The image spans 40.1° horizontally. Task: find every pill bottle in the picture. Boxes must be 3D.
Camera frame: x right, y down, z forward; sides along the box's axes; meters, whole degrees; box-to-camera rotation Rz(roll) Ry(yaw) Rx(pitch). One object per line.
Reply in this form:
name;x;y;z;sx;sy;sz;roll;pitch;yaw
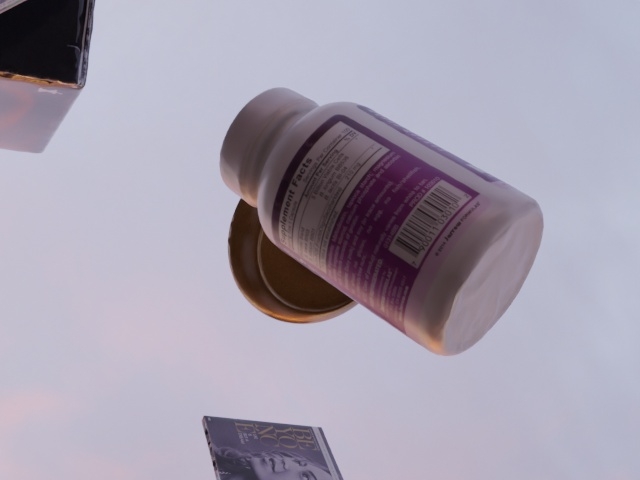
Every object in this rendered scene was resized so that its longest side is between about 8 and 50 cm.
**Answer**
pill bottle;0.047;-0.033;0.855;0.301;0.169;0.169;34;-53;29

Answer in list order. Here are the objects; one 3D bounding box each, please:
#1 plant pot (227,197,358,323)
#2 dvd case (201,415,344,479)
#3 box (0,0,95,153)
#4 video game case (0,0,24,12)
plant pot;0.000;0.000;1.102;0.236;0.032;0.236;-8;-70;-23
dvd case;-0.075;0.354;1.435;0.221;0.164;0.018;12;-65;-25
box;-0.458;-0.395;1.149;0.297;0.480;0.471;5;-96;-23
video game case;-0.263;-0.298;0.795;0.023;0.201;0.183;39;-36;12
